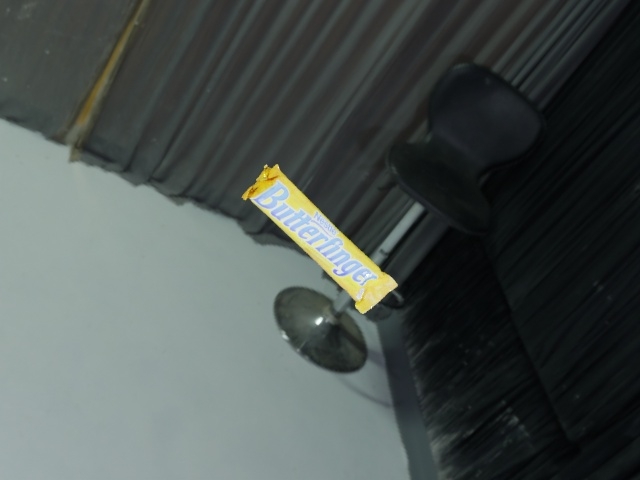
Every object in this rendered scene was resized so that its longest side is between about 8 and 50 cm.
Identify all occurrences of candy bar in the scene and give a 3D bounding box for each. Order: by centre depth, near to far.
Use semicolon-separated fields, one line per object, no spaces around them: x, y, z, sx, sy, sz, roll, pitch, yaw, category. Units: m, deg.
0.000;0.000;0.595;0.161;0.040;0.018;44;8;-27;candy bar
